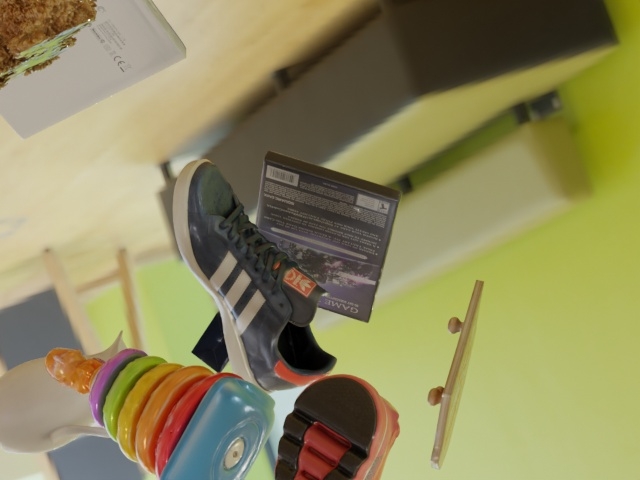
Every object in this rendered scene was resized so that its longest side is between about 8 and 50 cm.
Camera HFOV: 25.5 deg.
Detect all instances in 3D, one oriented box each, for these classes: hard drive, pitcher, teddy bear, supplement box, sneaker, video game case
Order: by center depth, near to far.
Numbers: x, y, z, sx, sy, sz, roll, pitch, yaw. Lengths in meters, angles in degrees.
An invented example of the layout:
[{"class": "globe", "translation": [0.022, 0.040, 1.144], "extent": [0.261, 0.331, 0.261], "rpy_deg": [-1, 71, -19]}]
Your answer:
[{"class": "sneaker", "translation": [-0.011, 0.281, 1.361], "extent": [0.314, 0.116, 0.136], "rpy_deg": [-58, 152, 2]}, {"class": "teddy bear", "translation": [-0.362, -0.254, 1.657], "extent": [0.245, 0.113, 0.338], "rpy_deg": [-31, -174, -9]}, {"class": "sneaker", "translation": [-0.075, 0.044, 1.883], "extent": [0.148, 0.350, 0.131], "rpy_deg": [-6, -151, 32]}, {"class": "pitcher", "translation": [-0.341, 0.227, 1.926], "extent": [0.207, 0.178, 0.125], "rpy_deg": [-21, 127, -9]}, {"class": "video game case", "translation": [0.000, 0.000, 2.034], "extent": [0.196, 0.026, 0.274], "rpy_deg": [17, 139, 6]}, {"class": "supplement box", "translation": [-0.138, 0.141, 2.125], "extent": [0.083, 0.056, 0.083], "rpy_deg": [-55, 174, 23]}, {"class": "hard drive", "translation": [-0.406, -0.308, 2.272], "extent": [0.319, 0.040, 0.210], "rpy_deg": [-24, 129, 15]}]

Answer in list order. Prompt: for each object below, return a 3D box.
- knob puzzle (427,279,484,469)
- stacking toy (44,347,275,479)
[{"class": "knob puzzle", "translation": [0.137, 0.164, 1.544], "extent": [0.030, 0.213, 0.213], "rpy_deg": [13, 175, 9]}, {"class": "stacking toy", "translation": [-0.219, 0.198, 1.726], "extent": [0.302, 0.165, 0.175], "rpy_deg": [23, 168, 28]}]
